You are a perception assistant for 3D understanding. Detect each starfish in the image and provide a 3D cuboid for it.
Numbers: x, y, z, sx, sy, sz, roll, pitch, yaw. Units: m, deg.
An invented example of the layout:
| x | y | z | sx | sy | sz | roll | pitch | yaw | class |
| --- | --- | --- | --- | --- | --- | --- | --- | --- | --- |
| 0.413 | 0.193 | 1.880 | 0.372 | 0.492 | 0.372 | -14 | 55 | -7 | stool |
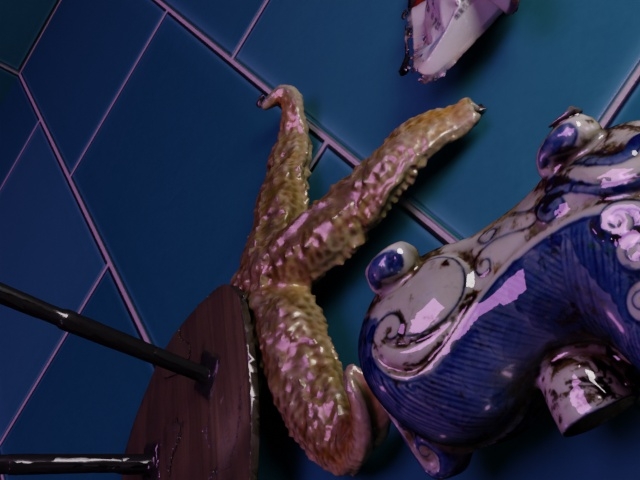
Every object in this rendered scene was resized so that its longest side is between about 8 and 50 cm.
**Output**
| x | y | z | sx | sy | sz | roll | pitch | yaw | class |
| --- | --- | --- | --- | --- | --- | --- | --- | --- | --- |
| 0.000 | 0.000 | 0.884 | 0.324 | 0.082 | 0.432 | -18 | 51 | 52 | starfish |

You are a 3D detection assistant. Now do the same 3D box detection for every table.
| x | y | z | sx | sy | sz | roll | pitch | yaw | class |
| --- | --- | --- | --- | --- | --- | --- | --- | --- | --- |
| -0.237 | 0.198 | 0.865 | 0.317 | 0.249 | 0.317 | -28 | 57 | 54 | table |

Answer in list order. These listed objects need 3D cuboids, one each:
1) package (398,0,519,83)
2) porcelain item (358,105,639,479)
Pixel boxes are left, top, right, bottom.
| x | y | z | sx | sy | sz | roll | pitch | yaw | class |
| --- | --- | --- | --- | --- | --- | --- | --- | --- | --- |
| 0.143 | -0.268 | 0.887 | 0.194 | 0.071 | 0.269 | -31 | 32 | 37 | package |
| 0.155 | 0.051 | 0.601 | 0.288 | 0.138 | 0.186 | -38 | 58 | 27 | porcelain item |
